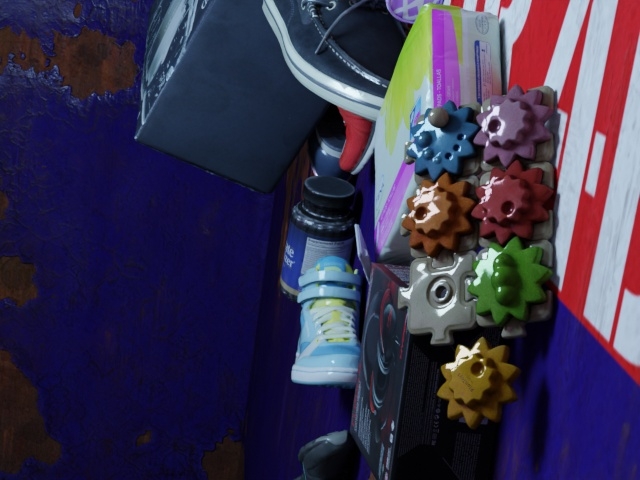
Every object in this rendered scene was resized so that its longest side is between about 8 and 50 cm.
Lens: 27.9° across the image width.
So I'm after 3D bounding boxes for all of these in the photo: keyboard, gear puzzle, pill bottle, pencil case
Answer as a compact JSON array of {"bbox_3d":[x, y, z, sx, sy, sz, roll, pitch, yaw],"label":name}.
[{"bbox_3d":[0.086,0.099,1.637,0.072,0.014,0.256,-105,-6,-59],"label":"keyboard"},{"bbox_3d":[0.141,0.013,1.245,0.175,0.044,0.339,-10,68,36],"label":"gear puzzle"},{"bbox_3d":[0.000,0.000,2.337,0.123,0.123,0.219,-100,18,-64],"label":"pill bottle"},{"bbox_3d":[0.133,-0.403,1.872,0.088,0.086,0.206,-45,33,35],"label":"pencil case"}]

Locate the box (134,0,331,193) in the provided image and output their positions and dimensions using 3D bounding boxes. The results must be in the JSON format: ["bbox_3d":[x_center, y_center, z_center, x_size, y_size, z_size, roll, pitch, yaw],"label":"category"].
[{"bbox_3d":[-0.110,-0.435,2.398,0.480,0.297,0.471,-55,25,33],"label":"box"}]

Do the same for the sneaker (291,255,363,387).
[{"bbox_3d":[0.017,0.131,2.113,0.319,0.127,0.208,-170,85,-81],"label":"sneaker"}]

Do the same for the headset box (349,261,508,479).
[{"bbox_3d":[0.113,0.150,1.457,0.293,0.110,0.218,-132,49,-79],"label":"headset box"}]

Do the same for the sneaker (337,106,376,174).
[{"bbox_3d":[0.055,-0.246,2.149,0.107,0.118,0.279,-97,15,-63],"label":"sneaker"}]

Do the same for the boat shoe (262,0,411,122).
[{"bbox_3d":[0.045,-0.311,1.897,0.156,0.187,0.500,-61,31,23],"label":"boat shoe"}]

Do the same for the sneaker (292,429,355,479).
[{"bbox_3d":[0.014,0.405,2.131,0.267,0.101,0.106,108,144,-51],"label":"sneaker"}]

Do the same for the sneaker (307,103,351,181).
[{"bbox_3d":[0.008,-0.213,2.480,0.319,0.112,0.131,-93,15,-54],"label":"sneaker"}]

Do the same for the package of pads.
[{"bbox_3d":[0.134,-0.117,1.550,0.296,0.101,0.229,111,163,-61],"label":"package of pads"}]
